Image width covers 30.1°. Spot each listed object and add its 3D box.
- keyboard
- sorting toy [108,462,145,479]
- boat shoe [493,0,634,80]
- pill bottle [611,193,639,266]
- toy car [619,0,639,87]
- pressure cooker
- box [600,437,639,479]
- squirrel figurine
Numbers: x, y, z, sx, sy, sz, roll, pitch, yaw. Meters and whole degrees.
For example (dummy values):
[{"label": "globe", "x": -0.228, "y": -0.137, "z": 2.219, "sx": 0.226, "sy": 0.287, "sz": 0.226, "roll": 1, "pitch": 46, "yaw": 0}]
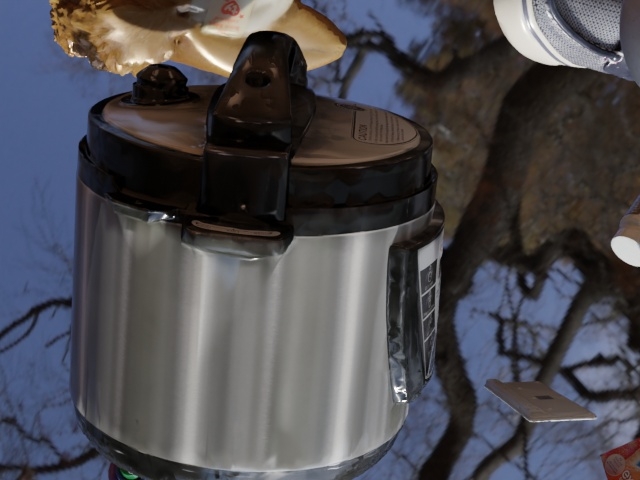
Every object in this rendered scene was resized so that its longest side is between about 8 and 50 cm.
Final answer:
[{"label": "keyboard", "x": 0.246, "y": 0.182, "z": 1.359, "sx": 0.072, "sy": 0.256, "sz": 0.014, "roll": 4, "pitch": -89, "yaw": -3}, {"label": "sorting toy", "x": -0.164, "y": 0.153, "z": 1.504, "sx": 0.127, "sy": 0.126, "sz": 0.365, "roll": 26, "pitch": -110, "yaw": 5}, {"label": "boat shoe", "x": 0.307, "y": -0.204, "z": 1.061, "sx": 0.340, "sy": 0.158, "sz": 0.127, "roll": 1, "pitch": -84, "yaw": -47}, {"label": "pill bottle", "x": 0.510, "y": -0.030, "z": 1.832, "sx": 0.078, "sy": 0.078, "sz": 0.137, "roll": 39, "pitch": -113, "yaw": 5}, {"label": "toy car", "x": 0.207, "y": -0.045, "z": 0.435, "sx": 0.182, "sy": 0.159, "sz": 0.136, "roll": -6, "pitch": -77, "yaw": -44}, {"label": "pressure cooker", "x": -0.070, "y": 0.002, "z": 1.202, "sx": 0.375, "sy": 0.420, "sz": 0.370, "roll": -10, "pitch": -157, "yaw": -40}, {"label": "box", "x": 0.514, "y": 0.368, "z": 1.667, "sx": 0.257, "sy": 0.122, "sz": 0.128, "roll": 35, "pitch": -146, "yaw": -43}, {"label": "squirrel figurine", "x": -0.188, "y": -0.382, "z": 1.542, "sx": 0.397, "sy": 0.281, "sz": 0.370, "roll": -23, "pitch": -136, "yaw": 0}]
